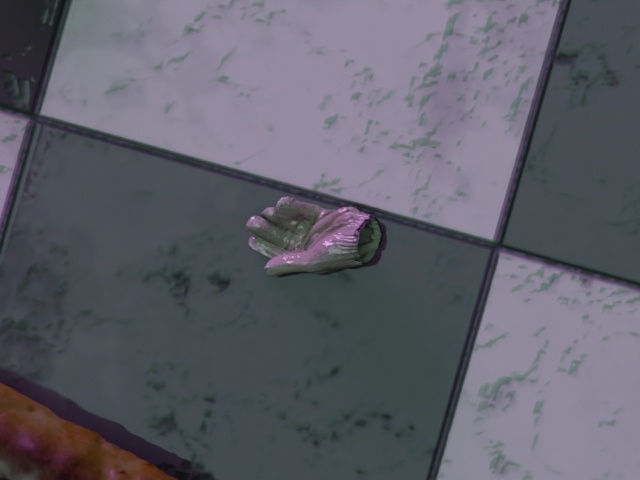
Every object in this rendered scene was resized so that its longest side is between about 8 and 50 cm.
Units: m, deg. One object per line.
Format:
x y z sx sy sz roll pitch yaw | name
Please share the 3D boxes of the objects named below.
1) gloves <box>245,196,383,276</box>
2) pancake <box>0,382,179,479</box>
0.000 0.001 0.908 0.081 0.037 0.044 13 53 21 | gloves
-0.146 0.244 0.904 0.305 0.067 0.426 -25 88 6 | pancake
